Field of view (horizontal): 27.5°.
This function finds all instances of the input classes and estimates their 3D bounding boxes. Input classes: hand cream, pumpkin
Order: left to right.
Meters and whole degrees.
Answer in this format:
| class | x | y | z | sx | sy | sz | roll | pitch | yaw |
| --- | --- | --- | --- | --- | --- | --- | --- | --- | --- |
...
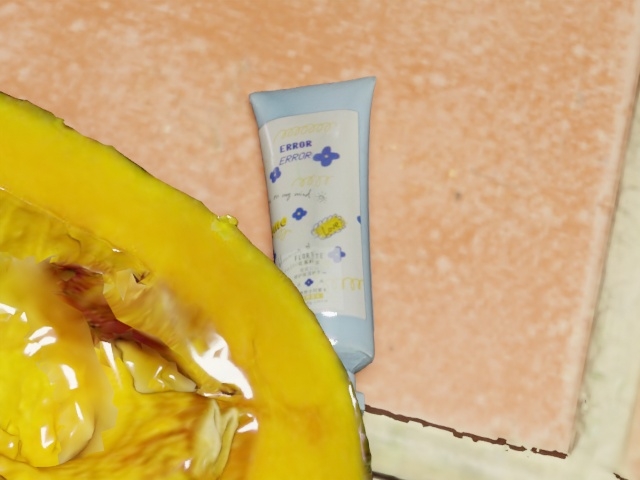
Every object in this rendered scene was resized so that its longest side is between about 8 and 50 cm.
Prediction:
| class | x | y | z | sx | sy | sz | roll | pitch | yaw |
| --- | --- | --- | --- | --- | --- | --- | --- | --- | --- |
| pumpkin | -0.096 | 0.075 | 0.547 | 0.169 | 0.148 | 0.312 | -12 | 77 | -45 |
| hand cream | 0.000 | 0.000 | 0.614 | 0.065 | 0.043 | 0.170 | -6 | 68 | 6 |
